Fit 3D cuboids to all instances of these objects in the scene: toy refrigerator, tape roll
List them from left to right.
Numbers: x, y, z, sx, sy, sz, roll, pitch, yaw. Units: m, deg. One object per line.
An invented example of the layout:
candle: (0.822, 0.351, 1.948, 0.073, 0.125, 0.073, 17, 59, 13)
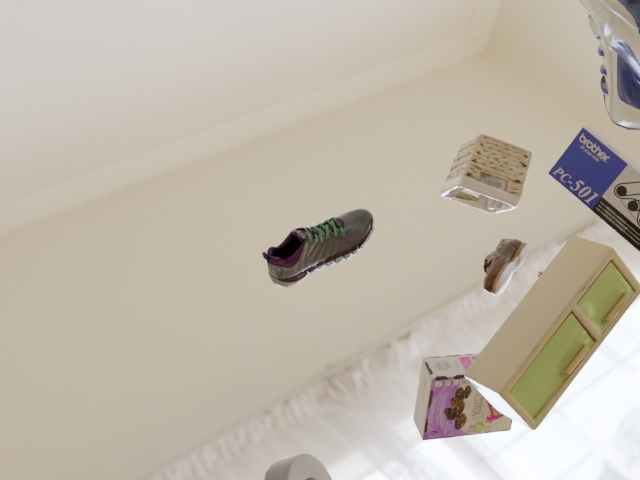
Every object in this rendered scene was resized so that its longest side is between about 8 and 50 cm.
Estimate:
tape roll: (-0.041, 0.594, 2.180, 0.072, 0.219, 0.219, -23, -19, 26)
toy refrigerator: (0.342, 0.133, 1.411, 0.269, 0.094, 0.102, -50, -60, -10)

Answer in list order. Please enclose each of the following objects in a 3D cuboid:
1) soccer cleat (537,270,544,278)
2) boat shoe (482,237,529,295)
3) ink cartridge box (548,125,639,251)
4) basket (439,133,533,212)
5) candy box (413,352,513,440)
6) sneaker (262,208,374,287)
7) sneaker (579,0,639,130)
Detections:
soccer cleat: (0.444, 0.069, 1.866, 0.083, 0.029, 0.036, 30, -96, -39)
boat shoe: (0.409, 0.058, 2.226, 0.207, 0.073, 0.073, -40, -37, -51)
ink cartridge box: (0.469, -0.079, 1.530, 0.046, 0.207, 0.097, -14, -37, -52)
basket: (0.290, -0.116, 1.706, 0.167, 0.113, 0.103, 151, 139, -84)
candy box: (0.299, 0.314, 1.977, 0.196, 0.070, 0.165, -4, -58, -12)
sneaker: (0.000, 0.000, 1.771, 0.223, 0.083, 0.098, -34, -33, -9)
sneaker: (0.269, -0.186, 0.826, 0.127, 0.315, 0.182, -39, -8, -13)
